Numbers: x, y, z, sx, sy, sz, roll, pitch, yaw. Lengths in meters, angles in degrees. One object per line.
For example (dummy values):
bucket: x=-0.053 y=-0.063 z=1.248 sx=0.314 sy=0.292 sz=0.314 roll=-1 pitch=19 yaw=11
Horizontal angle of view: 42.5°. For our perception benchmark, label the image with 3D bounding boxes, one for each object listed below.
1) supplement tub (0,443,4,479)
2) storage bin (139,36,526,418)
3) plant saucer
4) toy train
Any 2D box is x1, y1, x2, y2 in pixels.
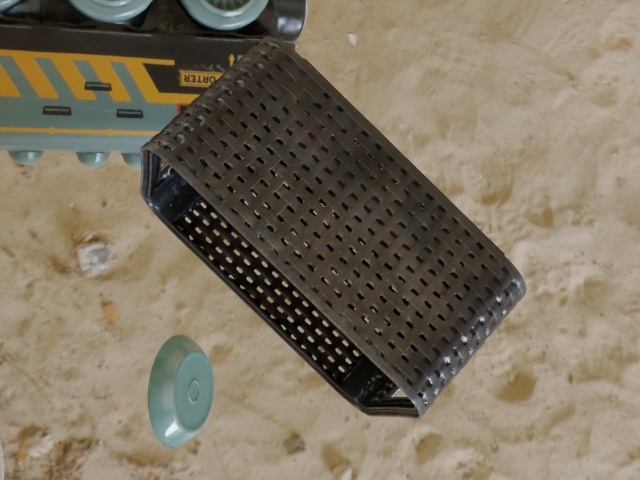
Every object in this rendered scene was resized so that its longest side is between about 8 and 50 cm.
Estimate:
supplement tub: x=-0.445 y=0.249 z=0.710 sx=0.331 sy=0.241 sz=0.241 roll=-36 pitch=97 yaw=34
storage bin: x=0.000 y=0.000 z=0.428 sx=0.180 sy=0.122 sz=0.084 roll=45 pitch=74 yaw=-1
plant saucer: x=-0.142 y=0.159 z=0.869 sx=0.021 sy=0.119 sz=0.119 roll=-2 pitch=105 yaw=21
toy train: x=-0.171 y=-0.151 z=0.651 sx=0.334 sy=0.142 sz=0.190 roll=-1 pitch=100 yaw=-21
